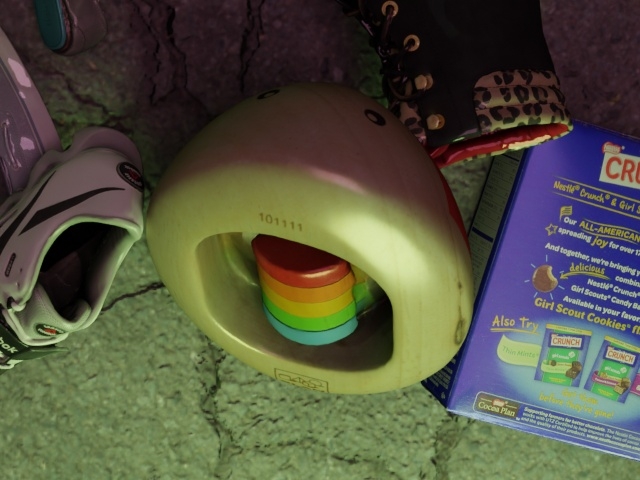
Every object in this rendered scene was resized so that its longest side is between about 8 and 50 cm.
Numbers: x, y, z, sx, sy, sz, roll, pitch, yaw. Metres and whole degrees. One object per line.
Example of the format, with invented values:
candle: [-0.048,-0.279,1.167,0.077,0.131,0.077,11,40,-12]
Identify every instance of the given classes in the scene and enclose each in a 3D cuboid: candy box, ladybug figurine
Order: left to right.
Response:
ladybug figurine: [0.000,0.000,1.635,0.305,0.449,0.162,14,63,7]
candy box: [0.280,0.045,1.826,0.268,0.122,0.317,16,97,-15]

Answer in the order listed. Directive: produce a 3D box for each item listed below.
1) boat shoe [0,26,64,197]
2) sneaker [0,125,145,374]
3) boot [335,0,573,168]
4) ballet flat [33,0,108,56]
boat shoe: [-0.294,-0.099,1.670,0.081,0.079,0.228,-24,110,-12]
sneaker: [-0.278,0.053,1.633,0.122,0.146,0.330,26,115,-32]
boot: [0.054,-0.210,1.670,0.377,0.138,0.284,-9,79,-19]
ballet flat: [-0.249,-0.281,1.665,0.068,0.072,0.213,-24,108,-38]
